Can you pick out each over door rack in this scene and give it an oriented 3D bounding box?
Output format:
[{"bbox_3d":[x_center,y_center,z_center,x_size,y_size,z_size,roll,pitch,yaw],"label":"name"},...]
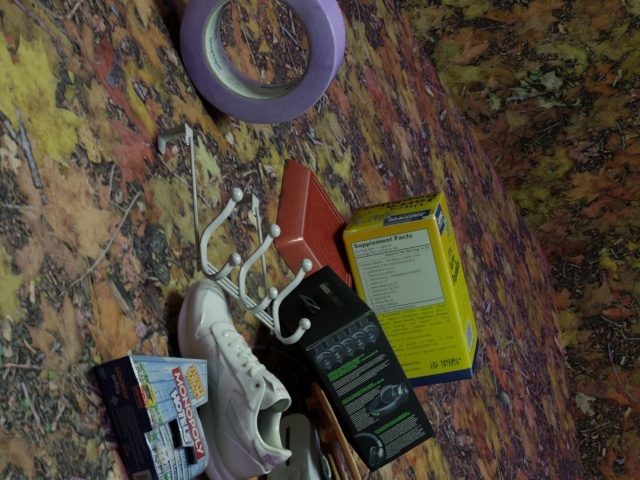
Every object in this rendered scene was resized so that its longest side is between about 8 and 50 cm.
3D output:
[{"bbox_3d":[-0.122,-0.023,1.773,0.239,0.108,0.324,48,15,-48],"label":"over door rack"}]

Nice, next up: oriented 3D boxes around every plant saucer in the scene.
[{"bbox_3d":[0.000,0.000,2.248,0.258,0.047,0.259,56,27,-36],"label":"plant saucer"}]

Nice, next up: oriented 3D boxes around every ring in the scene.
[{"bbox_3d":[0.039,0.393,1.865,0.336,0.032,0.337,159,-90,-83],"label":"ring"}]

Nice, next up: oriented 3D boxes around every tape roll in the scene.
[{"bbox_3d":[-0.099,-0.343,1.959,0.275,0.274,0.090,65,23,-18],"label":"tape roll"}]

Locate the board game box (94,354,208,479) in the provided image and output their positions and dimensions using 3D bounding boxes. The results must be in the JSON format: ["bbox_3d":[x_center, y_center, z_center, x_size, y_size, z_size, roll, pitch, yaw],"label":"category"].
[{"bbox_3d":[-0.203,0.234,1.532,0.194,0.060,0.194,-17,89,-68],"label":"board game box"}]

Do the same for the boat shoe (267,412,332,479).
[{"bbox_3d":[-0.024,0.414,1.743,0.119,0.121,0.335,54,25,-29],"label":"boat shoe"}]

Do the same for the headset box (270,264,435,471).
[{"bbox_3d":[0.046,0.204,1.937,0.283,0.131,0.246,63,-8,-24],"label":"headset box"}]

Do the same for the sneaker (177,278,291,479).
[{"bbox_3d":[-0.116,0.196,1.652,0.114,0.152,0.305,18,55,-62],"label":"sneaker"}]

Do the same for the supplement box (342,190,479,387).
[{"bbox_3d":[0.193,0.104,2.360,0.195,0.194,0.357,-57,135,-69],"label":"supplement box"}]
